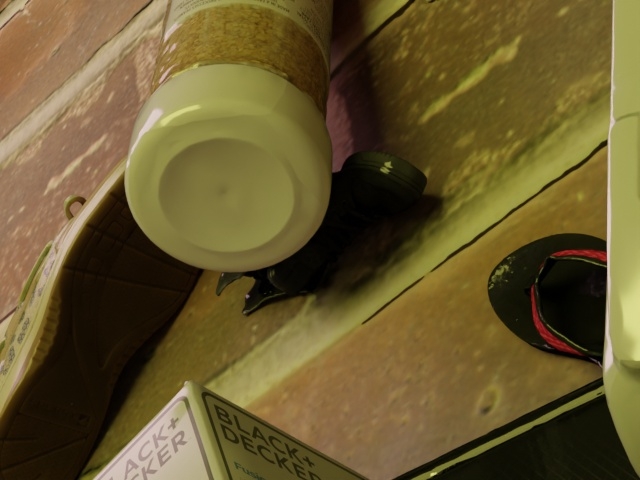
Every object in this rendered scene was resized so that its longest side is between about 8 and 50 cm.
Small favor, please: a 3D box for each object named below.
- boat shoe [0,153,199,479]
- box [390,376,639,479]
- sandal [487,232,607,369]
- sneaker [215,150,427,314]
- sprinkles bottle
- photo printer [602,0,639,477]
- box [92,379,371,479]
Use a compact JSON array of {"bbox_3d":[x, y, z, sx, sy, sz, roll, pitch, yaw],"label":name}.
[{"bbox_3d":[-0.176,0.049,1.101,0.089,0.104,0.285,25,83,54],"label":"boat shoe"},{"bbox_3d":[0.117,0.179,0.414,0.257,0.079,0.322,-30,41,18],"label":"box"},{"bbox_3d":[0.139,0.034,0.764,0.067,0.040,0.179,-56,33,0],"label":"sandal"},{"bbox_3d":[-0.002,-0.001,0.973,0.170,0.051,0.089,-8,54,56],"label":"sneaker"},{"bbox_3d":[-0.049,-0.127,1.022,0.121,0.121,0.355,-39,25,25],"label":"sprinkles bottle"},{"bbox_3d":[0.232,-0.064,0.397,0.307,0.107,0.256,-10,54,25],"label":"photo printer"},{"bbox_3d":[0.002,0.207,0.673,0.087,0.169,0.290,-47,33,14],"label":"box"}]
